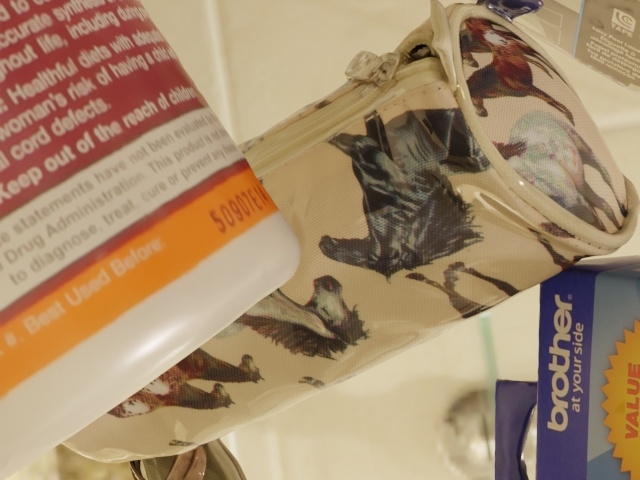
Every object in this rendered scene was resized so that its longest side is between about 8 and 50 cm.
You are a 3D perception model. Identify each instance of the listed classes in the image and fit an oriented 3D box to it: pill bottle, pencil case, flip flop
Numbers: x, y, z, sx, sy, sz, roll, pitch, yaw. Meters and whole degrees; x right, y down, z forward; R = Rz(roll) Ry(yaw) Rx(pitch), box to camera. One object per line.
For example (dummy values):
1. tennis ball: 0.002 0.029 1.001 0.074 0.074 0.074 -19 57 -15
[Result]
1. pill bottle: -0.202 -0.092 0.646 0.392 0.224 0.224 57 5 -1
2. pencil case: -0.024 0.004 0.935 0.183 0.410 0.160 46 35 -24
3. flip flop: -0.144 0.196 1.464 0.080 0.112 0.277 -23 99 -58

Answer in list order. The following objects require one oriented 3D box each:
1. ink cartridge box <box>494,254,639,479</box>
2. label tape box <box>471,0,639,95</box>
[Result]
1. ink cartridge box: 0.258 0.150 0.850 0.395 0.151 0.270 7 -82 56
2. label tape box: 0.232 -0.298 1.357 0.106 0.240 0.334 -52 163 -18
